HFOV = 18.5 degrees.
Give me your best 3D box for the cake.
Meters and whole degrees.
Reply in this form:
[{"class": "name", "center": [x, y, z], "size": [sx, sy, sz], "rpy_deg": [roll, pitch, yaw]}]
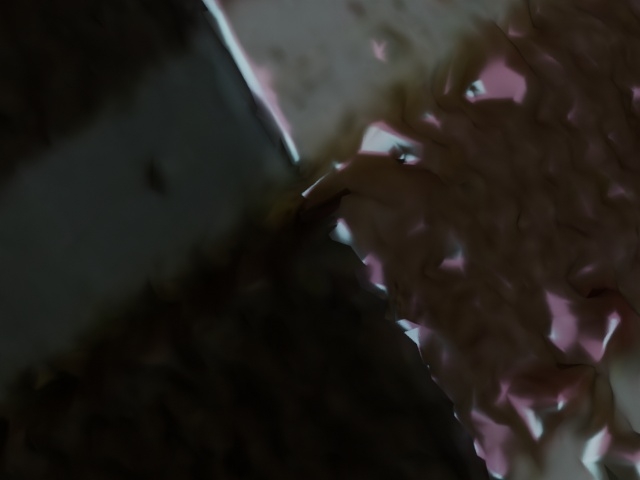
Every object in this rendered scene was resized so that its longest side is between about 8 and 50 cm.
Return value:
[{"class": "cake", "center": [0.000, 0.000, 0.572], "size": [0.290, 0.282, 0.255], "rpy_deg": [53, 43, -2]}]
